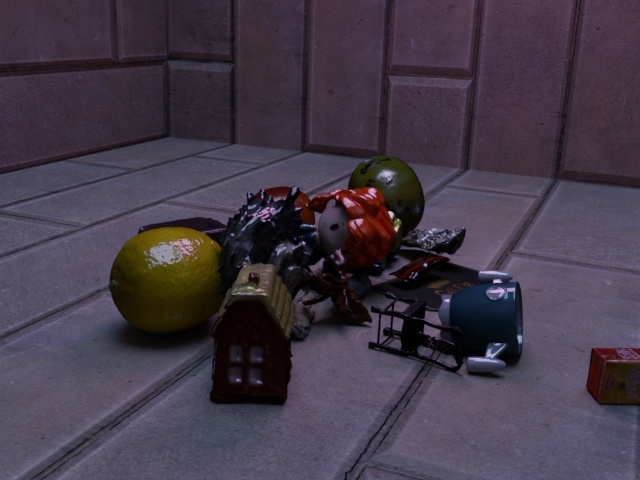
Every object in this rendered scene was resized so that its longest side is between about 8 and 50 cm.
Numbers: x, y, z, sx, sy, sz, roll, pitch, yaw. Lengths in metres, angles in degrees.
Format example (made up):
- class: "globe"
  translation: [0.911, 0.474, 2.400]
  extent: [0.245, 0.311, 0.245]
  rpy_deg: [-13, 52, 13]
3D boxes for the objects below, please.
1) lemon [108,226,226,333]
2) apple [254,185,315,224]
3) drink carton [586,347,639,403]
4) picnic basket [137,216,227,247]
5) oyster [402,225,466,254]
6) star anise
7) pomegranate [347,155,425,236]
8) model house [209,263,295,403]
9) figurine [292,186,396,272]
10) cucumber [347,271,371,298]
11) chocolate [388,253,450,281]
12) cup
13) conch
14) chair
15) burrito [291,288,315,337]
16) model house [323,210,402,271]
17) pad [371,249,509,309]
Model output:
- class: "lemon"
  translation: [-0.338, 0.089, 1.721]
  extent: [0.245, 0.245, 0.320]
  rpy_deg: [17, 17, 42]
- class: "apple"
  translation: [-0.123, -0.047, 2.276]
  extent: [0.230, 0.230, 0.230]
  rpy_deg: [2, 17, -1]
- class: "drink carton"
  translation: [0.653, 0.269, 1.490]
  extent: [0.222, 0.096, 0.071]
  rpy_deg: [2, 17, -4]
- class: "picnic basket"
  translation: [-0.389, 0.021, 2.143]
  extent: [0.297, 0.129, 0.222]
  rpy_deg: [-11, 22, -35]
- class: "oyster"
  translation: [0.327, 0.005, 2.293]
  extent: [0.199, 0.087, 0.252]
  rpy_deg: [12, -13, 5]
- class: "star anise"
  translation: [0.042, 0.118, 1.825]
  extent: [0.111, 0.212, 0.196]
  rpy_deg: [-32, 30, 30]
- class: "pomegranate"
  translation: [0.184, -0.151, 2.511]
  extent: [0.323, 0.291, 0.291]
  rpy_deg: [8, 14, -17]
- class: "model house"
  translation: [-0.129, 0.166, 1.474]
  extent: [0.160, 0.254, 0.196]
  rpy_deg: [6, 17, 0]
- class: "figurine"
  translation: [-0.009, 0.003, 2.015]
  extent: [0.411, 0.241, 0.306]
  rpy_deg: [-20, -3, -8]
- class: "cucumber"
  translation: [0.090, 0.125, 1.976]
  extent: [0.064, 0.064, 0.112]
  rpy_deg: [9, 20, 23]
- class: "chocolate"
  translation: [0.280, 0.072, 2.104]
  extent: [0.182, 0.028, 0.086]
  rpy_deg: [-25, 26, -30]
- class: "cup"
  translation: [0.358, 0.173, 1.673]
  extent: [0.173, 0.167, 0.300]
  rpy_deg: [-1, 40, 20]
- class: "conch"
  translation: [-0.115, 0.030, 1.674]
  extent: [0.240, 0.313, 0.186]
  rpy_deg: [16, -19, -36]
- class: "chair"
  translation: [0.226, 0.202, 1.653]
  extent: [0.229, 0.106, 0.113]
  rpy_deg: [13, 21, 28]
- class: "burrito"
  translation: [-0.049, 0.174, 1.801]
  extent: [0.063, 0.058, 0.229]
  rpy_deg: [-1, 14, 6]
- class: "model house"
  translation: [0.128, 0.026, 2.240]
  extent: [0.194, 0.170, 0.211]
  rpy_deg: [14, 47, 15]
- class: "pad"
  translation: [0.363, 0.104, 2.069]
  extent: [0.315, 0.063, 0.375]
  rpy_deg: [18, 23, 42]
